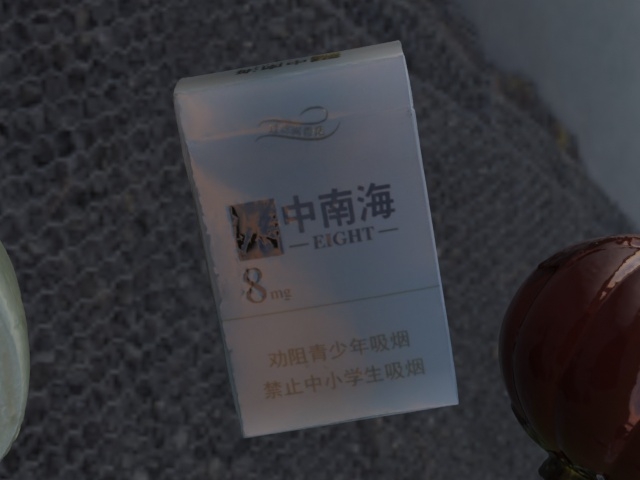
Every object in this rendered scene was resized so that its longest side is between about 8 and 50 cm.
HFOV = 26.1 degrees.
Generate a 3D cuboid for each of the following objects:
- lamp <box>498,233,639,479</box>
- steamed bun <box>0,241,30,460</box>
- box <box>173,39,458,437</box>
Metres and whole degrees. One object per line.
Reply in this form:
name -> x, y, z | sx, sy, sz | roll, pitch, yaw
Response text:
lamp -> 0.299, 0.124, 1.196 | 0.257, 0.303, 0.303 | -60, 149, 0
steamed bun -> -0.381, 0.069, 1.289 | 0.273, 0.272, 0.290 | 28, 19, -35
box -> 0.000, 0.000, 0.921 | 0.067, 0.155, 0.243 | -94, 175, -75
